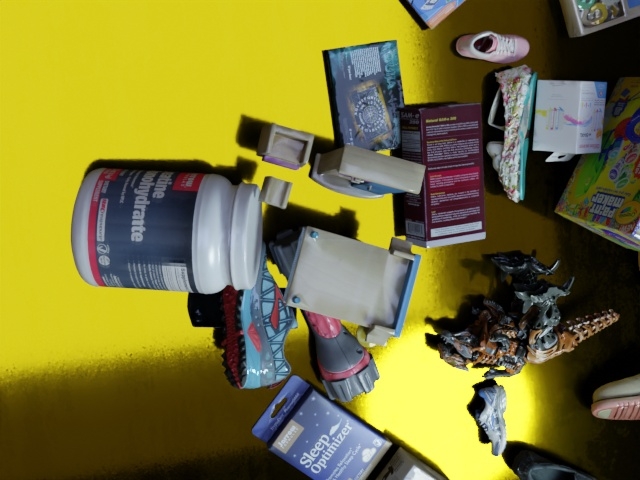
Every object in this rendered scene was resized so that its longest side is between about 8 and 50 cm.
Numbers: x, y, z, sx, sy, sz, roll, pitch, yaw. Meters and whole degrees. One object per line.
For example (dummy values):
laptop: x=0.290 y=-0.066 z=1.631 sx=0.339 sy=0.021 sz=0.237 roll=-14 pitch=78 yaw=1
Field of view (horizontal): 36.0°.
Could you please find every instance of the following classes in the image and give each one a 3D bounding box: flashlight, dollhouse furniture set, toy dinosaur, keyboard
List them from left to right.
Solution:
keyboard: x=-0.136 y=0.132 z=1.721 sx=0.192 sy=0.038 sz=0.100 roll=2 pitch=76 yaw=-11
dollhouse furniture set: x=0.000 y=0.000 z=1.610 sx=0.286 sy=0.198 sz=0.304 roll=14 pitch=86 yaw=-13
flashlight: x=0.005 y=0.129 z=1.701 sx=0.103 sy=0.103 sz=0.304 roll=-12 pitch=111 yaw=30
toy dinosaur: x=0.374 y=0.148 z=1.791 sx=0.321 sy=0.164 sz=0.219 roll=-15 pitch=118 yaw=-27

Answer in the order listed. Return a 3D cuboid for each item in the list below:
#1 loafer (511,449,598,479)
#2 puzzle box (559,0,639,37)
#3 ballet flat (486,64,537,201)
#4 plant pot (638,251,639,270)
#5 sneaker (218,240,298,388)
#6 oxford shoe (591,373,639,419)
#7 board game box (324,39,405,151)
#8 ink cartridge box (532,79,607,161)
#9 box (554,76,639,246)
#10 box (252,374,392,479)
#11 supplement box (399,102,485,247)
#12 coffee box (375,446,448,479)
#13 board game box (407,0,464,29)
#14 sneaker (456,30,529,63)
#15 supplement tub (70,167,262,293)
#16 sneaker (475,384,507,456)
loafer: x=0.467 y=0.469 z=1.873 sx=0.223 sy=0.078 sz=0.076 roll=27 pitch=93 yaw=-15
puzzle box: x=0.597 y=-0.554 z=1.745 sx=0.408 sy=0.052 sz=0.272 roll=-21 pitch=102 yaw=-8
ballet flat: x=0.335 y=-0.190 z=1.746 sx=0.077 sy=0.091 sz=0.241 roll=6 pitch=94 yaw=18
plant pot: x=0.720 y=0.032 z=1.813 sx=0.237 sy=0.110 sz=0.238 roll=1 pitch=87 yaw=-9
sneaker: x=-0.102 y=0.123 z=1.676 sx=0.125 sy=0.104 sz=0.262 roll=8 pitch=74 yaw=-32
oxford shoe: x=0.695 y=0.240 z=1.879 sx=0.396 sy=0.140 sz=0.147 roll=-15 pitch=66 yaw=-2
board game box: x=0.082 y=-0.245 z=1.700 sx=0.126 sy=0.026 sz=0.186 roll=-10 pitch=101 yaw=-11
ink cartridge box: x=0.438 y=-0.209 z=1.732 sx=0.092 sy=0.089 sz=0.143 roll=-8 pitch=103 yaw=-45
box: x=0.593 y=-0.119 z=1.693 sx=0.177 sy=0.290 sz=0.279 roll=24 pitch=93 yaw=-15
box: x=0.002 y=0.359 z=1.780 sx=0.225 sy=0.036 sz=0.136 roll=36 pitch=90 yaw=-14
supplement box: x=0.213 y=-0.115 z=1.712 sx=0.130 sy=0.073 sz=0.240 roll=-8 pitch=102 yaw=-27
coffee box: x=0.136 y=0.526 z=1.802 sx=0.141 sy=0.098 sz=0.247 roll=36 pitch=91 yaw=-15
board game box: x=0.249 y=-0.506 z=1.668 sx=0.281 sy=0.027 sz=0.145 roll=-40 pitch=102 yaw=7
sneaker: x=0.309 y=-0.336 z=1.711 sx=0.134 sy=0.070 sz=0.051 roll=1 pitch=97 yaw=-13
supplement tub: x=-0.238 y=-0.014 z=1.556 sx=0.272 sy=0.191 sz=0.191 roll=3 pitch=99 yaw=5
sneaker: x=0.316 y=0.336 z=1.840 sx=0.058 sy=0.052 sz=0.135 roll=-2 pitch=92 yaw=-2
